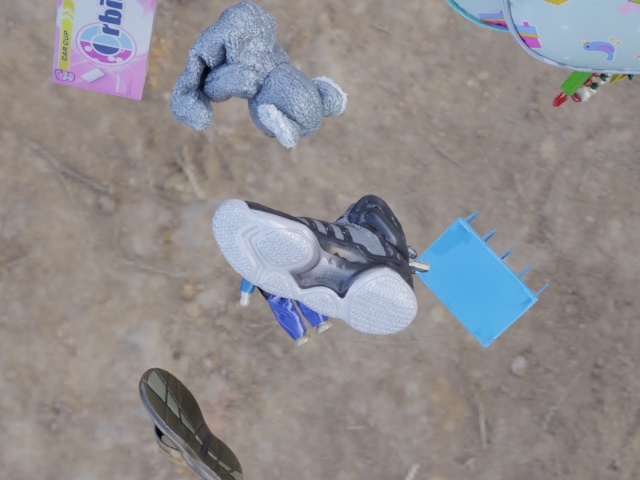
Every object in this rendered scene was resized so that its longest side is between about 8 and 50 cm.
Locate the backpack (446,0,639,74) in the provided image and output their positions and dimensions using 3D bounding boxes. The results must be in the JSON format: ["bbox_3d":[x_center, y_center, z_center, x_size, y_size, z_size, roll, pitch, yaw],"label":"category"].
[{"bbox_3d":[0.133,-0.161,0.549,0.188,0.166,0.144,7,56,20],"label":"backpack"}]

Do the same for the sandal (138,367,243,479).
[{"bbox_3d":[-0.187,0.274,1.679,0.060,0.090,0.219,-27,113,25],"label":"sandal"}]

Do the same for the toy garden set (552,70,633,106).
[{"bbox_3d":[0.452,-0.266,1.817,0.049,0.244,0.204,51,151,9],"label":"toy garden set"}]

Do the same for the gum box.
[{"bbox_3d":[-0.247,-0.247,1.405,0.188,0.107,0.062,111,167,-53],"label":"gum box"}]

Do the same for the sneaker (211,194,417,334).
[{"bbox_3d":[0.000,0.000,1.467,0.101,0.269,0.153,-52,16,40],"label":"sneaker"}]

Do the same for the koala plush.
[{"bbox_3d":[-0.083,-0.236,1.886,0.221,0.196,0.203,40,132,17],"label":"koala plush"}]

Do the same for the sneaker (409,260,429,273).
[{"bbox_3d":[0.120,0.047,1.797,0.083,0.032,0.037,1,91,16],"label":"sneaker"}]

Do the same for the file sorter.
[{"bbox_3d":[0.252,0.054,1.885,0.170,0.104,0.118,48,119,9],"label":"file sorter"}]

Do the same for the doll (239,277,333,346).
[{"bbox_3d":[-0.063,0.065,1.811,0.129,0.046,0.189,-31,88,4],"label":"doll"}]
